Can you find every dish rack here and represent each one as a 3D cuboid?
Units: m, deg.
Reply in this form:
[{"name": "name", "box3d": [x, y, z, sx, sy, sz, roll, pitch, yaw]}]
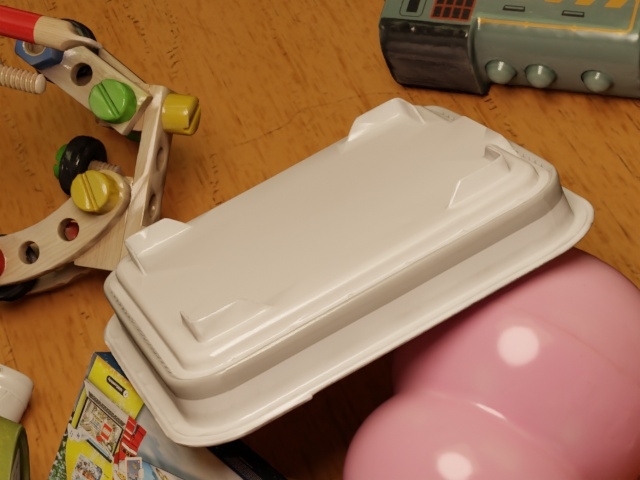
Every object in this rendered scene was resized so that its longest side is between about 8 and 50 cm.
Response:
[{"name": "dish rack", "box3d": [0.000, 0.000, 1.191, 0.333, 0.072, 0.285, -28, 23, -10]}]

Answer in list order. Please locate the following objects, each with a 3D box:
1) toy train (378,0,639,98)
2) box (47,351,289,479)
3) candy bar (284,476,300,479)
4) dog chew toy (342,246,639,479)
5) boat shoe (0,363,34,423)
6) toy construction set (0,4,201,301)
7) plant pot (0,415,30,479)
[{"name": "toy train", "box3d": [0.209, -0.217, 1.493, 0.334, 0.142, 0.190, 9, 66, 20]}, {"name": "box", "box3d": [-0.109, 0.205, 1.202, 0.233, 0.044, 0.159, 35, 111, 38]}, {"name": "candy bar", "box3d": [-0.067, 0.191, 1.291, 0.161, 0.018, 0.040, 11, 54, 22]}, {"name": "dog chew toy", "box3d": [0.110, 0.163, 1.157, 0.206, 0.206, 0.332, 21, 67, 29]}, {"name": "boat shoe", "box3d": [-0.366, 0.108, 1.394, 0.267, 0.096, 0.088, 13, 51, 23]}, {"name": "toy construction set", "box3d": [-0.170, -0.069, 1.369, 0.237, 0.309, 0.257, 15, 64, 20]}, {"name": "plant pot", "box3d": [-0.371, 0.201, 1.228, 0.293, 0.275, 0.275, 2, 50, -2]}]
